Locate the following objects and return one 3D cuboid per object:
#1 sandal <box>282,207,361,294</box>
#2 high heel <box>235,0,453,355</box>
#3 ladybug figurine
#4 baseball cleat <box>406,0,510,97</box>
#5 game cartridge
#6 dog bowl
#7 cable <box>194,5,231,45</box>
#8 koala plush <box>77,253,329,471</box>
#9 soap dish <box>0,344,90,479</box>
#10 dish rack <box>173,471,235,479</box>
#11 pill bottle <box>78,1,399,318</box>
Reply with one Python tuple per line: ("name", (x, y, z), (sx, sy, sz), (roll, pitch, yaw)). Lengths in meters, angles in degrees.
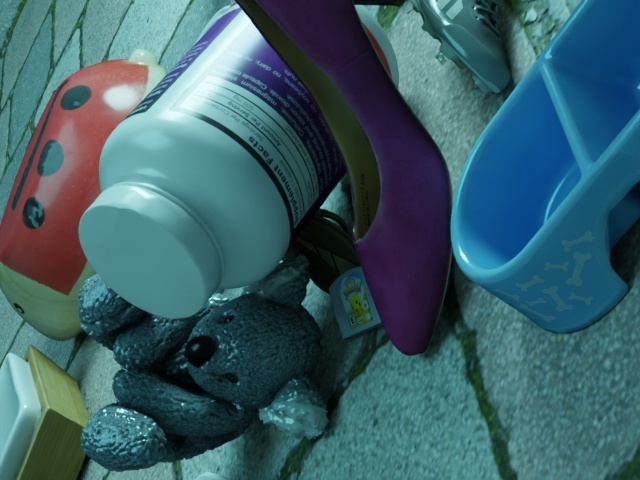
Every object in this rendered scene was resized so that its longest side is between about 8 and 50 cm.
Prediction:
("sandal", (0.000, 0.000, 1.266), (0.180, 0.049, 0.072), (27, 131, 56))
("high heel", (-0.001, -0.090, 1.086), (0.127, 0.181, 0.377), (139, 126, -71))
("ladybug figurine", (-0.354, -0.076, 1.967), (0.449, 0.162, 0.305), (-68, 23, 5))
("baseball cleat", (0.126, -0.210, 1.132), (0.109, 0.072, 0.206), (-41, 45, 12))
("game cartridge", (0.036, 0.051, 1.173), (0.083, 0.017, 0.056), (-31, 69, 56))
("dog bowl", (0.187, -0.071, 0.888), (0.297, 0.074, 0.166), (-55, 28, 33))
("cable", (-0.111, -0.149, 1.581), (0.257, 0.089, 0.257), (15, 87, 67))
("koala plush", (-0.084, 0.108, 1.258), (0.221, 0.203, 0.196), (-21, 68, 38))
("soap dish", (-0.416, 0.319, 1.859), (0.291, 0.118, 0.229), (-67, 23, 9))
("dish rack", (-0.126, 0.360, 1.255), (0.333, 0.072, 0.285), (-7, 65, 63))
("pill bottle", (-0.072, -0.083, 1.193), (0.181, 0.181, 0.323), (-38, 13, 52))
